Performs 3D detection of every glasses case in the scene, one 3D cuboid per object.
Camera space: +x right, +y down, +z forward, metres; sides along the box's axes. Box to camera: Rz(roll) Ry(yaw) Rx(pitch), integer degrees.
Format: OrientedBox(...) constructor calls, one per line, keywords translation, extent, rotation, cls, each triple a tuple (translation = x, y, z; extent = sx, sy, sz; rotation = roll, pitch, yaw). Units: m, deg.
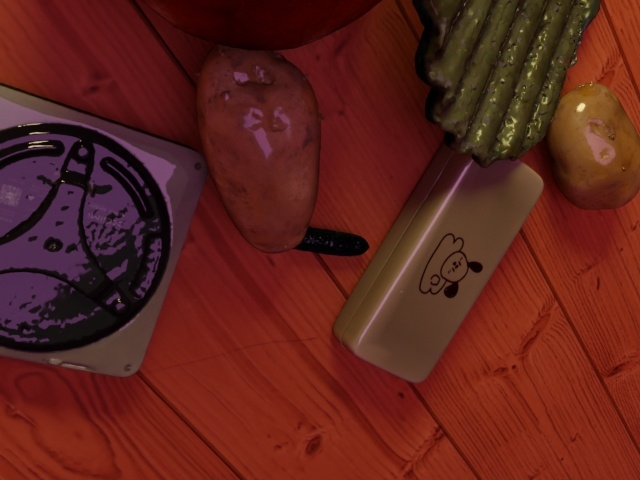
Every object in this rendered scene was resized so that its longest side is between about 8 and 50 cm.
OrientedBox(translation=(0.148, 0.023, 0.962), extent=(0.131, 0.070, 0.313), rotation=(30, 93, -29), cls="glasses case")

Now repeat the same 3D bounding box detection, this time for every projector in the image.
OrientedBox(translation=(-0.269, -0.004, 0.758), extent=(0.257, 0.079, 0.259), rotation=(16, 98, -27), cls="projector")

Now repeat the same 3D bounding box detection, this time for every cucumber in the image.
OrientedBox(translation=(0.000, 0.000, 0.910), extent=(0.133, 0.032, 0.032), rotation=(8, 103, -28), cls="cucumber")

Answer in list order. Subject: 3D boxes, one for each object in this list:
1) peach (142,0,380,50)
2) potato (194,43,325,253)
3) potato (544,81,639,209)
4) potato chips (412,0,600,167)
OrientedBox(translation=(-0.046, -0.339, 0.574), extent=(0.388, 0.388, 0.388), rotation=(-8, 110, -22), cls="peach")
OrientedBox(translation=(-0.054, -0.094, 0.776), extent=(0.128, 0.161, 0.234), rotation=(-7, 103, 4), cls="potato")
OrientedBox(translation=(0.355, -0.119, 0.989), extent=(0.118, 0.109, 0.178), rotation=(-24, 112, 9), cls="potato")
OrientedBox(translation=(0.228, -0.297, 0.818), extent=(0.358, 0.070, 0.429), rotation=(30, 85, -53), cls="potato chips")
